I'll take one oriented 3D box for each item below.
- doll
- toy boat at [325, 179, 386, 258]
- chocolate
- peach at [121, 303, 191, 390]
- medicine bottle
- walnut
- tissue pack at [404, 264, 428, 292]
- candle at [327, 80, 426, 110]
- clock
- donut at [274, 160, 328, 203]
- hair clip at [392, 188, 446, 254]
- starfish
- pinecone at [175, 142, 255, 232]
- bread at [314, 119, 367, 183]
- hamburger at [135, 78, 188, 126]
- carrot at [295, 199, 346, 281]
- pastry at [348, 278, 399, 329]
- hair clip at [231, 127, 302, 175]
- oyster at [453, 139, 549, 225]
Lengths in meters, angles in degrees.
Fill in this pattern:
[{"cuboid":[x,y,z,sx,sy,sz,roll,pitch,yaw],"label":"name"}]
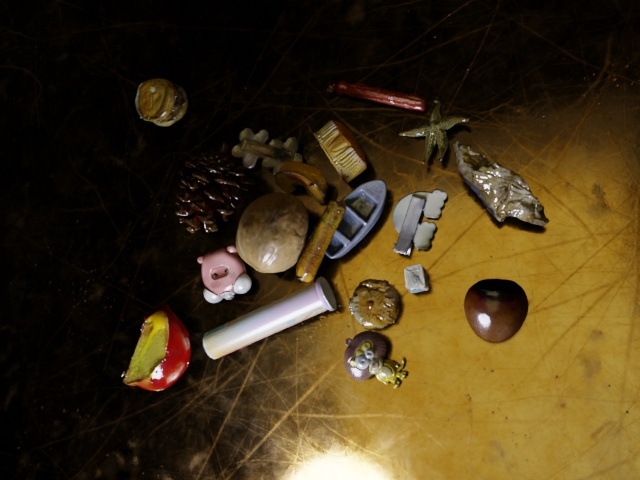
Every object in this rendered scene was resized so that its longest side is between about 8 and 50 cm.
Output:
[{"cuboid":[0.156,0.335,1.586,0.188,0.096,0.145,11,90,10],"label":"doll"},{"cuboid":[0.103,-0.070,1.695,0.127,0.078,0.283,43,94,22],"label":"toy boat"},{"cuboid":[0.468,0.189,1.487,0.177,0.177,0.176,-4,77,18],"label":"chocolate"},{"cuboid":[-0.490,0.344,1.768,0.159,0.154,0.267,4,70,28],"label":"peach"},{"cuboid":[-0.162,0.244,1.708,0.426,0.108,0.108,-25,72,14],"label":"medicine bottle"},{"cuboid":[-0.141,-0.027,1.694,0.225,0.225,0.261,12,69,21],"label":"walnut"},{"cuboid":[0.275,0.110,1.589,0.059,0.094,0.074,-9,77,16],"label":"tissue pack"},{"cuboid":[0.181,-0.465,1.770,0.329,0.048,0.051,17,98,20],"label":"candle"},{"cuboid":[-0.313,0.112,1.791,0.166,0.093,0.162,-20,76,13],"label":"clock"},{"cuboid":[-0.057,-0.190,1.744,0.181,0.146,0.078,18,69,25],"label":"donut"},{"cuboid":[0.278,-0.060,1.651,0.140,0.054,0.220,16,82,25],"label":"hair clip"},{"cuboid":[0.339,-0.333,1.676,0.217,0.050,0.223,-9,59,36],"label":"starfish"},{"cuboid":[-0.349,-0.160,1.788,0.244,0.244,0.309,31,109,22],"label":"pinecone"},{"cuboid":[0.068,-0.283,1.724,0.114,0.132,0.190,-38,72,7],"label":"bread"},{"cuboid":[-0.575,-0.493,2.004,0.185,0.113,0.177,-35,76,17],"label":"hamburger"},{"cuboid":[0.000,0.000,1.646,0.070,0.070,0.260,30,97,22],"label":"carrot"},{"cuboid":[0.159,0.185,1.621,0.153,0.081,0.153,-4,68,11],"label":"pastry"},{"cuboid":[-0.178,-0.293,1.845,0.257,0.075,0.146,18,91,28],"label":"hair clip"},{"cuboid":[0.485,-0.153,1.558,0.110,0.166,0.341,-39,82,3],"label":"oyster"}]
